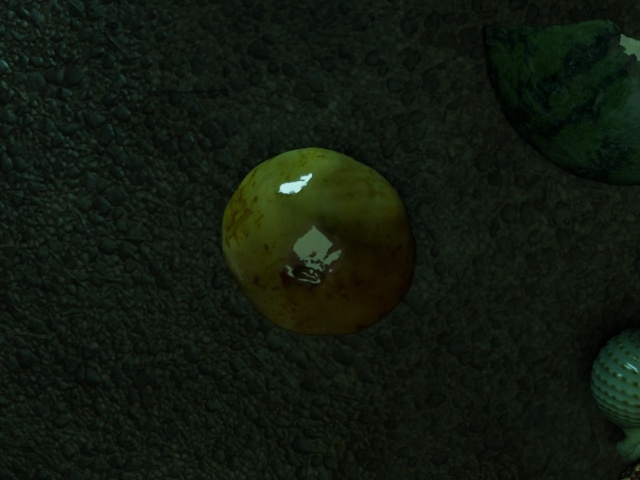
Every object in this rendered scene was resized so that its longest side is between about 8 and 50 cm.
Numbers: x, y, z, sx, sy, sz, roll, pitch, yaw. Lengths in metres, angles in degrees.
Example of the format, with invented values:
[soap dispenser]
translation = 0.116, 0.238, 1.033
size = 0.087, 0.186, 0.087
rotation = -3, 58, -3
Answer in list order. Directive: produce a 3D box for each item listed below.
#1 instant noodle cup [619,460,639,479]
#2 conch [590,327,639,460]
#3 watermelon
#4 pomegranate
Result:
[instant noodle cup]
translation = 0.496, 0.392, 0.958
size = 0.213, 0.174, 0.213
rotation = 1, 101, 7
[conch]
translation = 0.418, 0.181, 0.955
size = 0.172, 0.131, 0.200
rotation = -6, 143, -17
[watermelon]
translation = 0.338, -0.175, 0.880
size = 0.176, 0.260, 0.256
rotation = -44, 109, -1
[pomegranate]
translation = 0.000, 0.000, 0.936
size = 0.248, 0.248, 0.248
rotation = 1, 100, 7
